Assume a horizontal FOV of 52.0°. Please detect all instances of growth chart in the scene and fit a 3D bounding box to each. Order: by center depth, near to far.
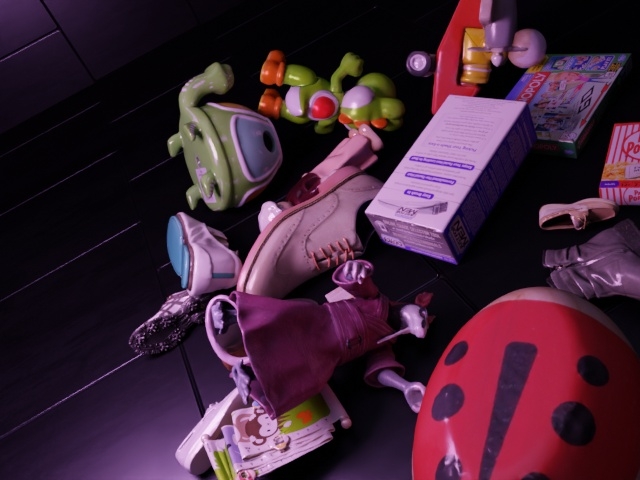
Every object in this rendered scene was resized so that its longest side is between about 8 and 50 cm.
[{"bbox_3d":[-0.071,0.295,1.030,0.237,0.021,0.172,-25,31,-21],"label":"growth chart"}]

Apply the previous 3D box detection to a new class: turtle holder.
[{"bbox_3d":[-0.236,-0.238,1.603,0.228,0.243,0.320,-20,71,-24],"label":"turtle holder"}]

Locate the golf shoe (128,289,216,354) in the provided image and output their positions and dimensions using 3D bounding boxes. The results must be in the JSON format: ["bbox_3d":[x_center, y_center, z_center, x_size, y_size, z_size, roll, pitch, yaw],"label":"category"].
[{"bbox_3d":[-0.305,0.161,1.356,0.198,0.077,0.094,-30,26,-16],"label":"golf shoe"}]

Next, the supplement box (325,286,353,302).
[{"bbox_3d":[0.058,0.123,1.206,0.062,0.036,0.098,-30,38,-5],"label":"supplement box"}]

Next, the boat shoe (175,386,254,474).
[{"bbox_3d":[-0.173,0.307,1.113,0.063,0.066,0.184,18,65,41],"label":"boat shoe"}]

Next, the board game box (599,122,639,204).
[{"bbox_3d":[0.599,-0.142,1.191,0.147,0.045,0.193,2,46,32],"label":"board game box"}]

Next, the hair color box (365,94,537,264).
[{"bbox_3d":[0.262,-0.130,1.295,0.185,0.110,0.338,18,62,42],"label":"hair color box"}]

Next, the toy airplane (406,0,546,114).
[{"bbox_3d":[0.396,-0.500,1.493,0.272,0.384,0.386,29,64,9],"label":"toy airplane"}]

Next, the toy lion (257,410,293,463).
[{"bbox_3d":[-0.095,0.332,1.059,0.100,0.034,0.096,14,60,40],"label":"toy lion"}]

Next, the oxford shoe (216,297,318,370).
[{"bbox_3d":[-0.095,0.171,1.220,0.212,0.076,0.076,-25,32,-24],"label":"oxford shoe"}]

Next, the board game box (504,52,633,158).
[{"bbox_3d":[0.514,-0.303,1.431,0.214,0.046,0.317,14,53,40],"label":"board game box"}]

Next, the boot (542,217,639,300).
[{"bbox_3d":[0.449,0.075,1.014,0.161,0.083,0.246,-26,31,13],"label":"boot"}]

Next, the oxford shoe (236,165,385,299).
[{"bbox_3d":[0.000,0.000,1.307,0.147,0.140,0.397,27,64,37],"label":"oxford shoe"}]

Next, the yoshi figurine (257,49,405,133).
[{"bbox_3d":[0.038,-0.366,1.653,0.362,0.203,0.202,14,82,5],"label":"yoshi figurine"}]

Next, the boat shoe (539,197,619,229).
[{"bbox_3d":[0.454,-0.041,1.160,0.135,0.050,0.045,-8,43,38],"label":"boat shoe"}]

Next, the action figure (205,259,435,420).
[{"bbox_3d":[0.025,0.165,1.079,0.370,0.248,0.276,-10,-4,-23],"label":"action figure"}]

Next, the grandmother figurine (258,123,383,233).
[{"bbox_3d":[-0.005,-0.126,1.489,0.342,0.104,0.208,-44,5,-15],"label":"grandmother figurine"}]

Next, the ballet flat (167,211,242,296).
[{"bbox_3d":[-0.249,0.031,1.413,0.139,0.139,0.400,-33,20,-9],"label":"ballet flat"}]

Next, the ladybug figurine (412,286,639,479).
[{"bbox_3d":[0.266,0.229,0.857,0.305,0.162,0.449,0,45,30],"label":"ladybug figurine"}]
